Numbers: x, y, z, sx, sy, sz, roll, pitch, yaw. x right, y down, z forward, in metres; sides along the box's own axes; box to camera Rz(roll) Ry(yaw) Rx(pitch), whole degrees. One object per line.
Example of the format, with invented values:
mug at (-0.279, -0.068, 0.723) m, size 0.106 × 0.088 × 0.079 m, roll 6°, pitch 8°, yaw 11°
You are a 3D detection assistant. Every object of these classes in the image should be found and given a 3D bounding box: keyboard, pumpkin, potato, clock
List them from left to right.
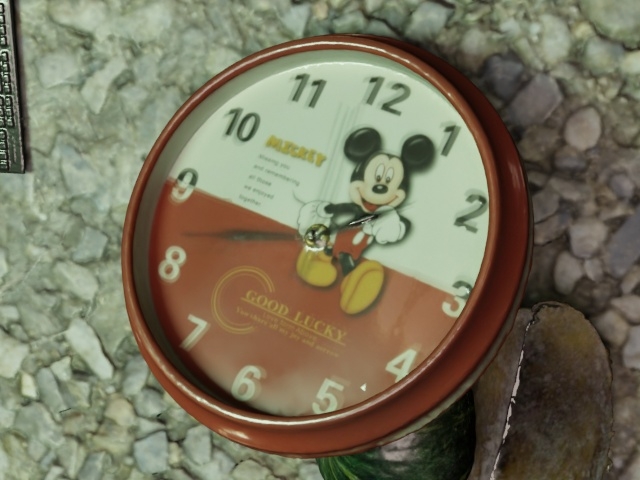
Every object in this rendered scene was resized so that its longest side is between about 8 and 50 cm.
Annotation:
keyboard at (-0.269, -0.149, 1.168) m, size 0.063 × 0.010 × 0.198 m, roll 3°, pitch 110°, yaw 10°
clock at (0.000, 0.000, 1.077) m, size 0.318 × 0.080 × 0.318 m, roll -7°, pitch 71°, yaw 21°
pumpkin at (0.054, 0.135, 1.136) m, size 0.125 × 0.167 × 0.167 m, roll 4°, pitch 111°, yaw -10°
potato at (0.156, 0.166, 1.186) m, size 0.120 × 0.100 × 0.261 m, roll 9°, pitch 98°, yaw -33°
